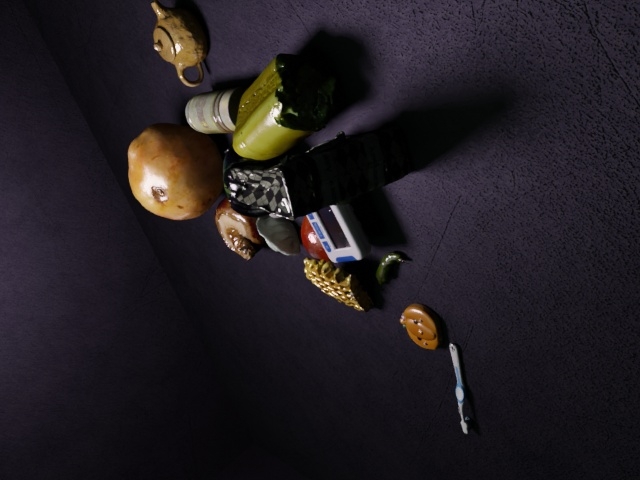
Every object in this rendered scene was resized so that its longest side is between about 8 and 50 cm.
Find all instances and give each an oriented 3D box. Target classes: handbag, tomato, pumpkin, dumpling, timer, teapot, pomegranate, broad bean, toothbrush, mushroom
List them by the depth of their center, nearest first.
[{"bbox_3d":[-0.012,-0.191,1.536,0.316,0.416,0.180,9,117,51],"label":"handbag"},{"bbox_3d":[0.050,-0.055,1.778,0.178,0.078,0.254,-9,111,54],"label":"timer"},{"bbox_3d":[0.215,0.089,1.842,0.061,0.046,0.195,52,148,11],"label":"broad bean"},{"bbox_3d":[0.464,0.498,1.885,0.040,0.040,0.386,16,131,48],"label":"toothbrush"},{"bbox_3d":[-0.197,-0.225,1.960,0.295,0.295,0.296,35,143,31],"label":"pumpkin"},{"bbox_3d":[0.000,0.000,1.966,0.199,0.112,0.228,43,152,-1],"label":"tomato"},{"bbox_3d":[-0.510,-0.693,2.002,0.203,0.167,0.311,15,131,47],"label":"teapot"},{"bbox_3d":[-0.168,-0.015,2.174,0.219,0.152,0.108,49,147,22],"label":"dumpling"},{"bbox_3d":[-0.578,-0.283,2.314,0.411,0.411,0.412,35,143,31],"label":"pomegranate"},{"bbox_3d":[-0.320,-0.055,2.352,0.278,0.163,0.297,59,150,12],"label":"mushroom"}]

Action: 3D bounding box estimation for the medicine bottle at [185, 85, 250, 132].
[{"bbox_3d":[-0.346,-0.457,2.008,0.322,0.151,0.151,11,128,50],"label":"medicine bottle"}]

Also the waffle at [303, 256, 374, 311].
[{"bbox_3d":[0.067,0.159,1.987,0.309,0.065,0.283,32,163,-10],"label":"waffle"}]

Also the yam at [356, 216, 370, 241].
[{"bbox_3d":[0.098,-0.049,1.857,0.169,0.068,0.068,60,149,0],"label":"yam"}]

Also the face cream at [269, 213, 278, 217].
[{"bbox_3d":[-0.103,-0.131,2.048,0.250,0.077,0.077,-7,113,56],"label":"face cream"}]

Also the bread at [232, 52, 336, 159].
[{"bbox_3d":[-0.118,-0.381,1.685,0.208,0.251,0.376,22,158,-27],"label":"bread"}]

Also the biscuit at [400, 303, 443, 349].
[{"bbox_3d":[0.325,0.285,1.867,0.170,0.050,0.170,35,143,32],"label":"biscuit"}]
